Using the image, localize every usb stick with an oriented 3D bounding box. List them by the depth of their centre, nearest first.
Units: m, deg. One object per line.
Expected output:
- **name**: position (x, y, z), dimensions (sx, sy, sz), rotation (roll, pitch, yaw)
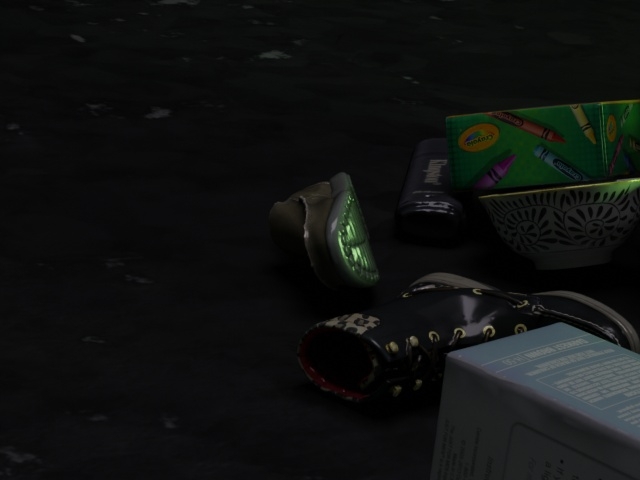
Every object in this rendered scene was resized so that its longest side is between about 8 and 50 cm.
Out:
- **usb stick**: position (0.127, -0.058, 1.985), dimensions (0.077, 0.045, 0.278), rotation (8, 19, 5)

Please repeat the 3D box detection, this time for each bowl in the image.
- **bowl**: position (0.244, -0.014, 1.804), dimensions (0.170, 0.080, 0.170), rotation (-8, 2, 0)

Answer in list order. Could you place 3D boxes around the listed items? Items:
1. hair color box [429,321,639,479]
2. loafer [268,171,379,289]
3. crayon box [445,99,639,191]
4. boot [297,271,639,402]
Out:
- **hair color box**: position (0.229, 0.198, 1.030), dimensions (0.114, 0.185, 0.374), rotation (-11, 25, -42)
- **loafer**: position (0.000, 0.000, 1.737), dimensions (0.087, 0.094, 0.251), rotation (-19, 9, 4)
- **crayon box**: position (0.255, -0.104, 1.970), dimensions (0.165, 0.081, 0.278), rotation (-4, 3, 23)
- **boot**: position (0.117, 0.092, 1.477), dimensions (0.236, 0.085, 0.179), rotation (13, 21, 40)
